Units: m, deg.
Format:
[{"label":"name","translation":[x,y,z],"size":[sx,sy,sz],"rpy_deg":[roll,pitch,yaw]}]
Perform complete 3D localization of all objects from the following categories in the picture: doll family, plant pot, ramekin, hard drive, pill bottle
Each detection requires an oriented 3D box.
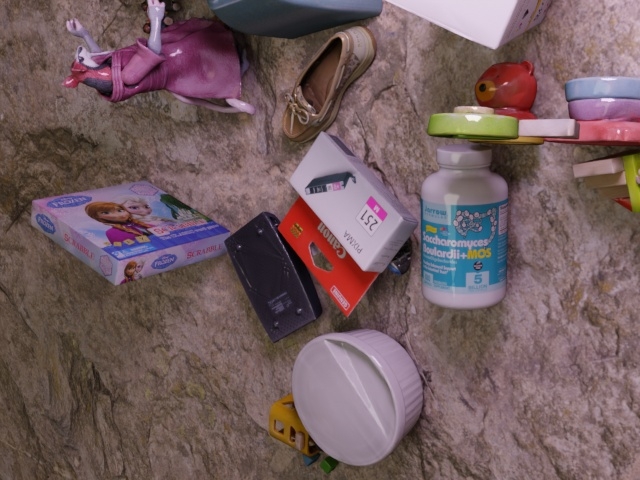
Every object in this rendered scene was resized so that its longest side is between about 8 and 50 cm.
[{"label":"doll family","translation":[-0.359,-0.492,1.862],"size":[0.111,0.076,0.193],"rpy_deg":[4,108,36]},{"label":"plant pot","translation":[-0.075,-0.497,1.486],"size":[0.247,0.252,0.248],"rpy_deg":[-3,101,41]},{"label":"ramekin","translation":[0.082,0.299,1.665],"size":[0.273,0.127,0.273],"rpy_deg":[14,111,39]},{"label":"hard drive","translation":[-0.099,0.078,1.810],"size":[0.172,0.054,0.255],"rpy_deg":[-34,79,42]},{"label":"pill bottle","translation":[0.242,-0.026,1.414],"size":[0.146,0.146,0.264],"rpy_deg":[9,109,40]}]

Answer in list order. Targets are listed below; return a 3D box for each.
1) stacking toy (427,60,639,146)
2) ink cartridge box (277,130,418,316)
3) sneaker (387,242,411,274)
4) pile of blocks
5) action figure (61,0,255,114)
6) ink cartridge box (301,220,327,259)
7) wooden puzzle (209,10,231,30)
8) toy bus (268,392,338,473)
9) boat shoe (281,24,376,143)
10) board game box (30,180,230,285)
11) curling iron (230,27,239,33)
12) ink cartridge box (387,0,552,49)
[{"label":"stacking toy","translation":[0.316,-0.209,1.218],"size":[0.309,0.279,0.130],"rpy_deg":[6,96,42]},{"label":"ink cartridge box","translation":[0.027,-0.033,1.595],"size":[0.239,0.060,0.275],"rpy_deg":[-54,53,21]},{"label":"sneaker","translation":[0.111,0.018,1.612],"size":[0.162,0.063,0.073],"rpy_deg":[42,137,36]},{"label":"pile of blocks","translation":[0.531,-0.084,1.139],"size":[0.362,0.149,0.113],"rpy_deg":[-9,96,42]},{"label":"action figure","translation":[-0.350,-0.341,1.690],"size":[0.248,0.370,0.276],"rpy_deg":[8,117,49]},{"label":"ink cartridge box","translation":[0.000,0.000,1.703],"size":[0.028,0.048,0.083],"rpy_deg":[-26,84,43]},{"label":"wooden puzzle","translation":[-0.213,-0.458,1.786],"size":[0.049,0.006,0.083],"rpy_deg":[-21,89,43]},{"label":"toy bus","translation":[-0.019,0.411,1.803],"size":[0.202,0.104,0.191],"rpy_deg":[-42,74,41]},{"label":"boat shoe","translation":[-0.006,-0.294,1.594],"size":[0.104,0.089,0.285],"rpy_deg":[51,130,18]},{"label":"board game box","translation":[-0.426,-0.029,1.890],"size":[0.318,0.318,0.066],"rpy_deg":[29,118,32]},{"label":"curling iron","translation":[-0.151,-0.556,1.687],"size":[0.068,0.035,0.274],"rpy_deg":[9,105,17]},{"label":"ink cartridge box","translation":[0.239,-0.419,1.193],"size":[0.197,0.270,0.198],"rpy_deg":[29,122,15]}]
